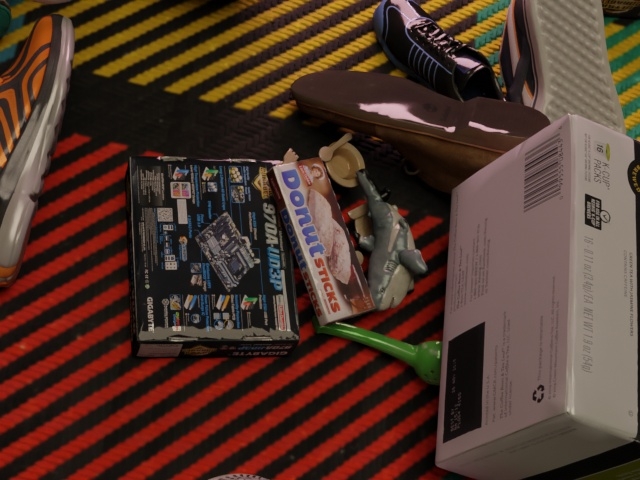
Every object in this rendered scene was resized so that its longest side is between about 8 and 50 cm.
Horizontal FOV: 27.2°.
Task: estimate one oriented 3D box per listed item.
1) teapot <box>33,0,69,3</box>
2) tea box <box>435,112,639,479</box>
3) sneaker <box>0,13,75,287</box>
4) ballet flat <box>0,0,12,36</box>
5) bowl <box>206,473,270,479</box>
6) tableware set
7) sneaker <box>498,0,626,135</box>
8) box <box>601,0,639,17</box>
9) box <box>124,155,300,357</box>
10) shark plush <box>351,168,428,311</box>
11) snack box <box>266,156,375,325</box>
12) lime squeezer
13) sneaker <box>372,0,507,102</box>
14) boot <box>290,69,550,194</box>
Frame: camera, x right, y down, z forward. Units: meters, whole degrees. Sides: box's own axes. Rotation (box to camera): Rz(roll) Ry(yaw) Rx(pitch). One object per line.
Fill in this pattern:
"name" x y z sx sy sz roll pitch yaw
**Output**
"teapot" -0.353 -0.407 1.464 0.187 0.256 0.252 -12 25 -22
"tea box" 0.316 0.098 1.378 0.323 0.220 0.329 19 60 -25
"sneaker" -0.368 -0.118 1.385 0.180 0.124 0.321 15 62 -9
"ballet flat" -0.454 -0.220 1.437 0.241 0.091 0.077 -32 55 -30
"bowl" -0.070 0.301 1.292 0.170 0.080 0.170 6 63 -12
"tableware set" 0.021 -0.037 1.478 0.141 0.020 0.168 -34 95 -39
"sneaker" 0.290 -0.165 1.599 0.126 0.127 0.321 -2 90 -10
"box" 0.472 -0.438 1.798 0.296 0.073 0.293 0 64 -15
"box" -0.120 0.016 1.430 0.175 0.051 0.220 0 65 -16
"shark plush" 0.068 -0.004 1.459 0.067 0.073 0.161 -10 86 -14
"snack box" 0.000 0.000 1.425 0.064 0.022 0.178 -15 80 -31
"lime squeezer" 0.153 0.109 1.471 0.310 0.059 0.110 -10 36 -19
"sneaker" 0.152 -0.217 1.593 0.081 0.090 0.232 -30 76 -25
"boot" 0.105 -0.117 1.529 0.305 0.115 0.112 17 38 15
